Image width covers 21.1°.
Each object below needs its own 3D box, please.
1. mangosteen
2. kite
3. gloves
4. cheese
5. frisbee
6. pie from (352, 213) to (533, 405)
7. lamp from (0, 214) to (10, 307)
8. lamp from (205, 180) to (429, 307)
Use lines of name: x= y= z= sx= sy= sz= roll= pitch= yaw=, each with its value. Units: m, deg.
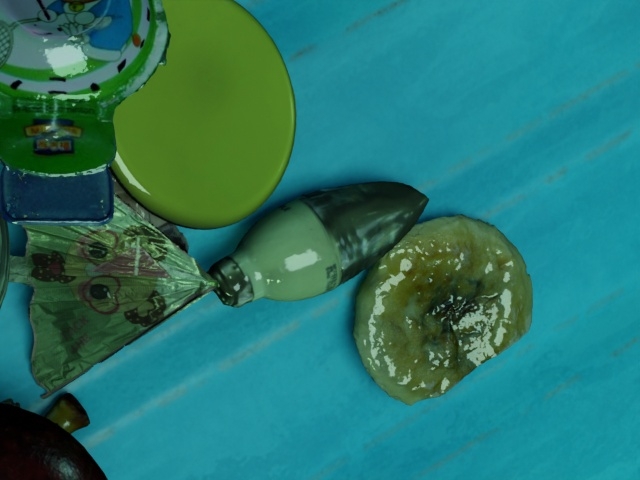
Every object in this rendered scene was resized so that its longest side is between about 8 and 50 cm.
mangosteen: x=-0.289 y=0.240 z=1.599 sx=0.235 sy=0.235 sz=0.261 roll=61 pitch=32 yaw=-26
kite: x=-0.225 y=0.025 z=1.582 sx=0.267 sy=0.013 sz=0.323 roll=4 pitch=126 yaw=5
gloves: x=-0.185 y=-0.026 z=1.617 sx=0.110 sy=0.094 sz=0.144 roll=-13 pitch=90 yaw=-31
cheese: x=-0.228 y=-0.154 z=1.481 sx=0.204 sy=0.083 sz=0.320 roll=1 pitch=60 yaw=-13
frisbee: x=-0.115 y=-0.127 z=1.616 sx=0.236 sy=0.017 sz=0.236 roll=5 pitch=81 yaw=-37
pie: x=0.124 y=0.064 z=1.819 sx=0.218 sy=0.052 sz=0.185 roll=-36 pitch=112 yaw=-15
lamp: x=-0.380 y=0.019 z=1.456 sx=0.265 sy=0.233 sz=0.233 roll=-42 pitch=118 yaw=-2
lamp: x=0.000 y=0.000 z=1.716 sx=0.250 sy=0.101 sz=0.101 roll=-26 pitch=114 yaw=-23
